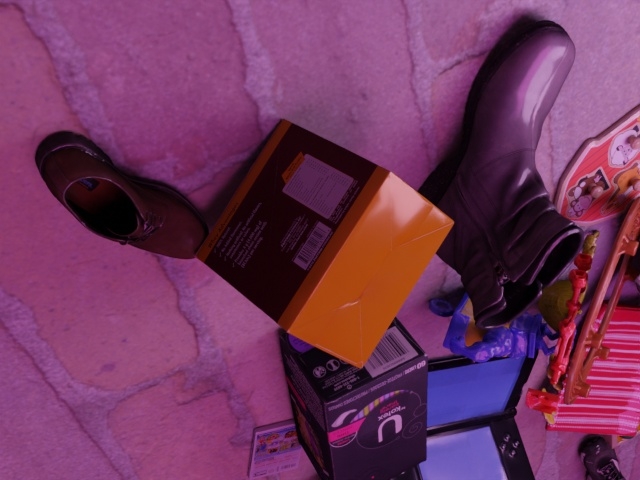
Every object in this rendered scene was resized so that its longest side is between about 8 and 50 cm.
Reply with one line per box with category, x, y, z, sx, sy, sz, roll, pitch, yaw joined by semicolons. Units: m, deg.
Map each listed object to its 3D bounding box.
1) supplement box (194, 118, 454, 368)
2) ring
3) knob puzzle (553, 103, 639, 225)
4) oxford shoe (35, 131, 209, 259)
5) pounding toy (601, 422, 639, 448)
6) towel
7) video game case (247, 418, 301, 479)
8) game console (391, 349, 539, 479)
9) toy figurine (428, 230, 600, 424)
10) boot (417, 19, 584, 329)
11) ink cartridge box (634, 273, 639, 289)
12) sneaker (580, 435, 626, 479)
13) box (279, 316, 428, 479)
supplement box;0.000;0.000;0.933;0.129;0.194;0.191;32;91;-44
ring;0.443;0.096;1.281;0.336;0.032;0.337;-45;146;-43
knob puzzle;0.428;-0.086;1.248;0.213;0.030;0.213;-16;134;-17
oxford shoe;-0.202;-0.021;0.907;0.083;0.096;0.227;-47;136;13
pounding toy;0.623;0.291;1.647;0.181;0.094;0.206;-28;137;-5
towel;0.536;0.237;1.531;0.198;0.031;0.275;9;111;-18
video game case;-0.070;0.335;1.358;0.087;0.011;0.122;-8;132;-22
game console;0.257;0.336;1.436;0.293;0.250;0.173;-6;157;-25
toy figurine;0.276;0.092;1.258;0.362;0.217;0.191;-46;144;-58
boot;0.253;-0.071;1.022;0.118;0.223;0.338;3;126;-31
ink cartridge box;0.652;0.012;1.342;0.289;0.121;0.211;-47;157;11
sneaker;0.628;0.511;1.838;0.078;0.106;0.234;-30;136;-3
box;0.054;0.237;1.237;0.165;0.143;0.270;-23;136;-16
